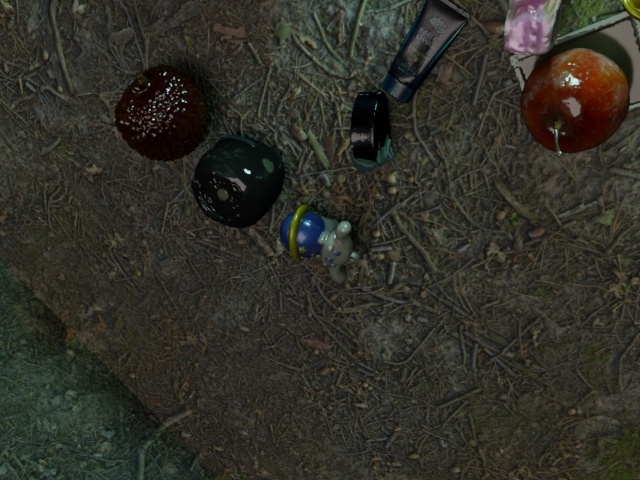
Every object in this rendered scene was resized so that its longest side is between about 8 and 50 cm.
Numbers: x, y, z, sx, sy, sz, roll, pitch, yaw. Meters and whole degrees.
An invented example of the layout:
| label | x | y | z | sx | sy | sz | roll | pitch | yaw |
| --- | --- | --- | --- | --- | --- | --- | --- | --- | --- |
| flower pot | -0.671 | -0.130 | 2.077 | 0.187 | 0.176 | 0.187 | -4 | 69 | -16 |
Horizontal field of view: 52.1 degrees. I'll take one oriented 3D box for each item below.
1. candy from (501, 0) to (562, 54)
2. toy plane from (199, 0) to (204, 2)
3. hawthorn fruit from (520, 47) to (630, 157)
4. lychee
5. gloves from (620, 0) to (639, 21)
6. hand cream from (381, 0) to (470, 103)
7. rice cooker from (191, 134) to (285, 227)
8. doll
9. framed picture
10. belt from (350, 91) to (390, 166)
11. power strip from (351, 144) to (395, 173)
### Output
| label | x | y | z | sx | sy | sz | roll | pitch | yaw |
| --- | --- | --- | --- | --- | --- | --- | --- | --- | --- |
| candy | 0.467 | -0.503 | 1.402 | 0.115 | 0.265 | 0.156 | 14 | 123 | 15 |
| toy plane | -0.406 | -0.728 | 1.815 | 0.261 | 0.088 | 0.192 | -5 | 143 | 33 |
| hawthorn fruit | 0.564 | -0.318 | 1.469 | 0.231 | 0.263 | 0.235 | -44 | 66 | 17 |
| lychee | -0.464 | -0.375 | 1.938 | 0.275 | 0.276 | 0.304 | 1 | 144 | 26 |
| gloves | 0.702 | -0.554 | 1.252 | 0.294 | 0.116 | 0.133 | 104 | 151 | -71 |
| hand cream | 0.256 | -0.481 | 1.657 | 0.120 | 0.061 | 0.271 | 37 | 120 | 9 |
| rice cooker | -0.252 | -0.175 | 1.975 | 0.267 | 0.224 | 0.267 | 14 | 124 | 21 |
| doll | 0.004 | 0.006 | 2.024 | 0.242 | 0.160 | 0.311 | -1 | 142 | 13 |
| framed picture | 0.624 | -0.384 | 1.547 | 0.293 | 0.018 | 0.231 | -15 | 110 | 32 |
| belt | 0.134 | -0.296 | 1.754 | 0.078 | 0.151 | 0.199 | 4 | 93 | 22 |
| power strip | 0.152 | -0.237 | 1.857 | 0.123 | 0.032 | 0.056 | -21 | 108 | 34 |
